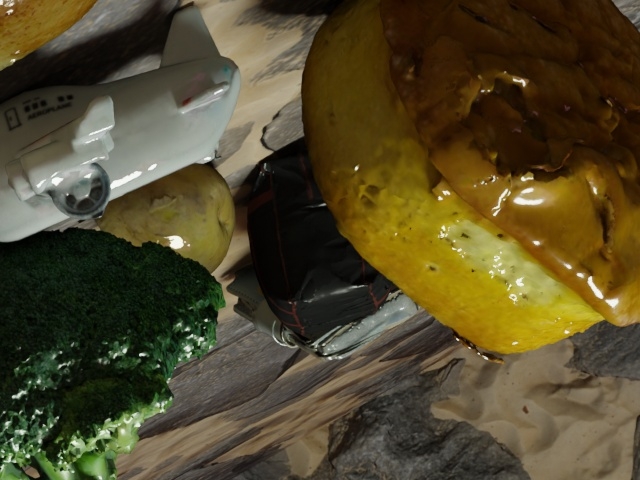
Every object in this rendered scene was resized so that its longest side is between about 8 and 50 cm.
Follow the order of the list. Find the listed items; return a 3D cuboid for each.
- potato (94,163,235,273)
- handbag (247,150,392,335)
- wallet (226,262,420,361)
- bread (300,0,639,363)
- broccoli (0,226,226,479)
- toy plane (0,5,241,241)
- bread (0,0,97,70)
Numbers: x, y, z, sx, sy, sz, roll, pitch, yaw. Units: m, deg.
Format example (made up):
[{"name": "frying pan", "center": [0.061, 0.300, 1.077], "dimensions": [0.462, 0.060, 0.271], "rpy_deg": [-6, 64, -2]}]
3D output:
[{"name": "potato", "center": [-0.141, 0.000, 1.645], "dimensions": [0.138, 0.098, 0.243], "rpy_deg": [-31, 167, -6]}, {"name": "handbag", "center": [0.000, 0.000, 1.771], "dimensions": [0.155, 0.169, 0.215], "rpy_deg": [-16, 167, -1]}, {"name": "wallet", "center": [0.000, 0.063, 1.953], "dimensions": [0.170, 0.069, 0.231], "rpy_deg": [-27, -154, -22]}, {"name": "bread", "center": [0.159, -0.100, 1.387], "dimensions": [0.215, 0.398, 0.398], "rpy_deg": [-33, 167, 37]}, {"name": "broccoli", "center": [-0.218, 0.111, 1.343], "dimensions": [0.294, 0.265, 0.245], "rpy_deg": [-48, 143, -30]}, {"name": "toy plane", "center": [-0.175, -0.079, 1.269], "dimensions": [0.252, 0.118, 0.252], "rpy_deg": [-27, -176, 2]}, {"name": "bread", "center": [-0.189, -0.164, 1.086], "dimensions": [0.136, 0.054, 0.154], "rpy_deg": [-29, 168, -18]}]
